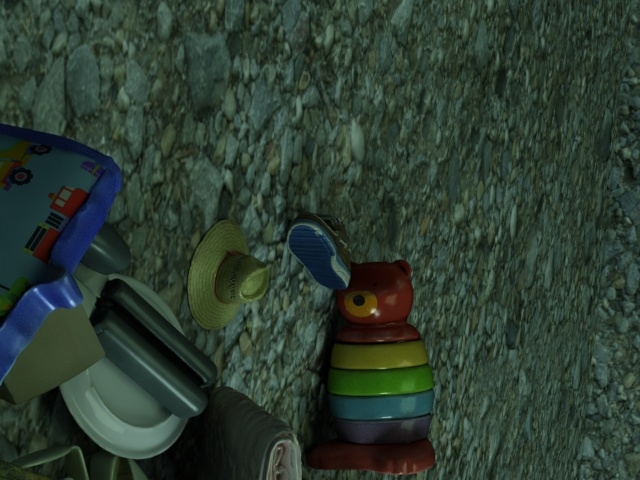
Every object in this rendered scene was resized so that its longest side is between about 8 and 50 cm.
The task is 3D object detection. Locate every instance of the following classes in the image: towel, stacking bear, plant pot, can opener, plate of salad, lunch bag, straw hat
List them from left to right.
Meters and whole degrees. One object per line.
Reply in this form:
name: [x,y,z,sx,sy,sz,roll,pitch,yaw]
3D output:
lunch bag: [-0.296,0.009,0.996,0.221,0.293,0.138,-62,146,-36]
plant pot: [-0.282,0.087,1.263,0.096,0.109,0.109,-47,138,-31]
plate of salad: [-0.210,0.133,1.446,0.200,0.048,0.199,27,55,-45]
can opener: [-0.192,0.071,1.373,0.283,0.095,0.076,46,43,-30]
towel: [-0.097,0.337,1.528,0.332,0.053,0.316,-171,-92,-74]
straw hat: [-0.097,0.047,1.659,0.144,0.061,0.144,-21,114,-60]
stacking bear: [0.081,0.172,1.948,0.164,0.175,0.289,-3,91,-61]

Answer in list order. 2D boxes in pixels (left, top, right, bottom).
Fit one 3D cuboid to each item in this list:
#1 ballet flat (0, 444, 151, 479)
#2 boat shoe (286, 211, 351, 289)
ballet flat: [-0.237,0.265,1.388,0.348,0.123,0.123,21,78,-63]
boat shoe: [0.000,0.000,1.848,0.183,0.066,0.066,66,34,-61]
